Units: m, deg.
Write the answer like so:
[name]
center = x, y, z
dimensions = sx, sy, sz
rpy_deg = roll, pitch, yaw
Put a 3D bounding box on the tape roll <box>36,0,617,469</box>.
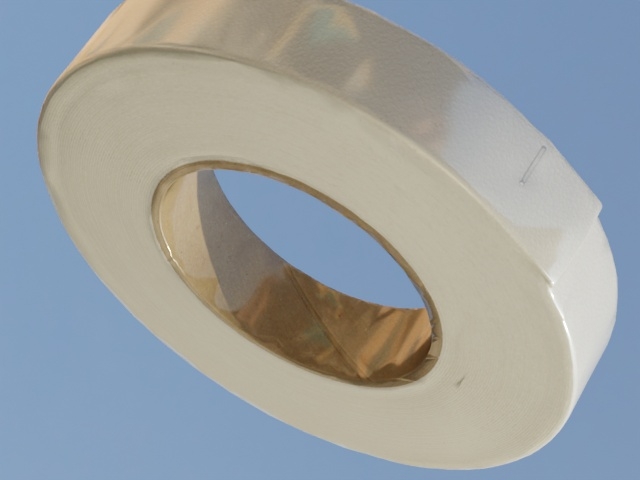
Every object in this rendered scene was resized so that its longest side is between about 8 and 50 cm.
[tape roll]
center = 0.000, 0.000, 1.184
dimensions = 0.392, 0.392, 0.072
rpy_deg = -5, -138, 47
